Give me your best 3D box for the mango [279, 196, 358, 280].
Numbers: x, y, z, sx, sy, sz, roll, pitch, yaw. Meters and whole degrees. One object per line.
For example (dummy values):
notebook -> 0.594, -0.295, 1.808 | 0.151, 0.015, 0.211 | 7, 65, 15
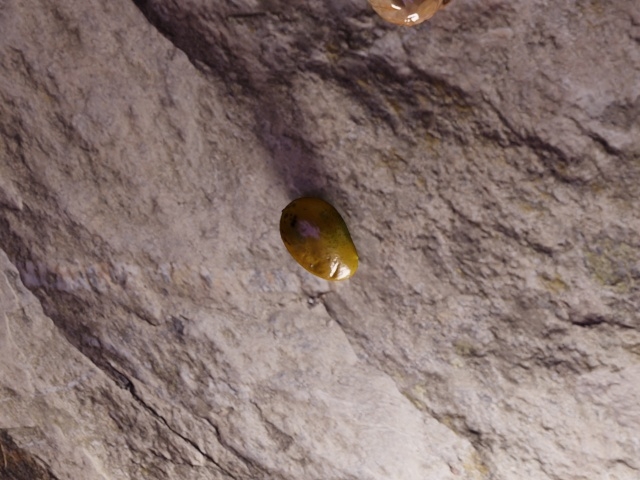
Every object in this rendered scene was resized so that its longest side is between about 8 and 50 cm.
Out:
mango -> 0.000, 0.000, 1.424 | 0.079, 0.057, 0.114 | -29, 112, 33

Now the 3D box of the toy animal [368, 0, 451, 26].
toy animal -> 0.135, -0.253, 1.165 | 0.184, 0.104, 0.185 | 39, 125, 1
